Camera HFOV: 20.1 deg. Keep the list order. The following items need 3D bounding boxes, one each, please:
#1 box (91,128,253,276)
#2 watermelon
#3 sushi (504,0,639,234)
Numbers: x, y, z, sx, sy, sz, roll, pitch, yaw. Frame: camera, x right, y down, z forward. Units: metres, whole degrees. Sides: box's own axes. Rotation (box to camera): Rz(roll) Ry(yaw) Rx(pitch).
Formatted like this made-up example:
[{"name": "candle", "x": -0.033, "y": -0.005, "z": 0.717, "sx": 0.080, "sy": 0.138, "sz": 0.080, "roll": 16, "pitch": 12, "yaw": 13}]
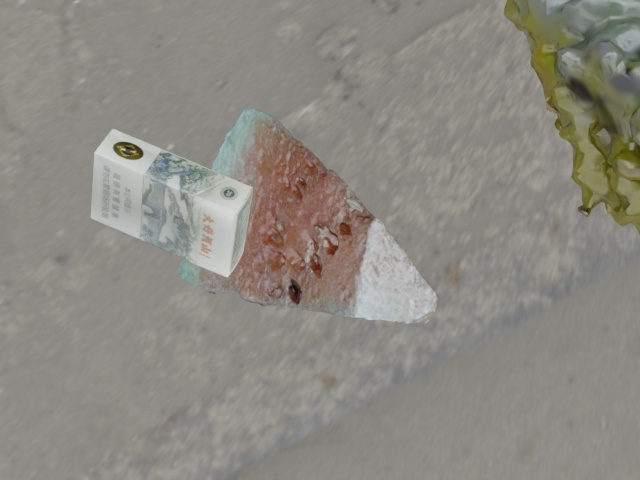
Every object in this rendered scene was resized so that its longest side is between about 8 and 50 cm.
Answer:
[{"name": "box", "x": -0.079, "y": -0.019, "z": 0.944, "sx": 0.083, "sy": 0.024, "sz": 0.054, "roll": 23, "pitch": 138, "yaw": 10}, {"name": "watermelon", "x": 0.000, "y": 0.000, "z": 1.375, "sx": 0.094, "sy": 0.241, "sz": 0.154, "roll": 3, "pitch": 108, "yaw": -35}, {"name": "sushi", "x": 0.308, "y": -0.160, "z": 1.046, "sx": 0.396, "sy": 0.240, "sz": 0.351, "roll": -7, "pitch": 65, "yaw": 27}]
